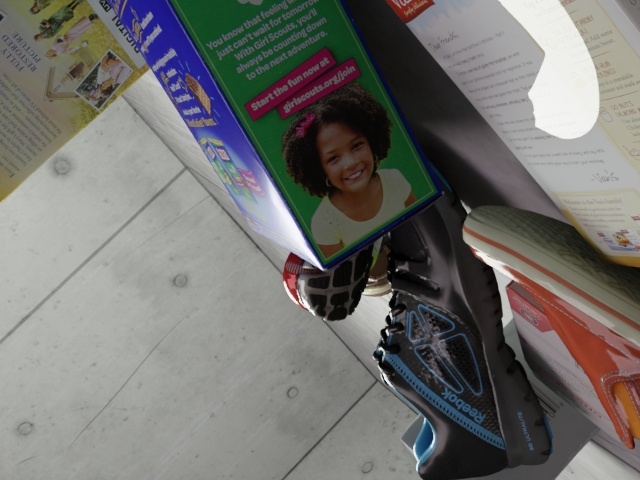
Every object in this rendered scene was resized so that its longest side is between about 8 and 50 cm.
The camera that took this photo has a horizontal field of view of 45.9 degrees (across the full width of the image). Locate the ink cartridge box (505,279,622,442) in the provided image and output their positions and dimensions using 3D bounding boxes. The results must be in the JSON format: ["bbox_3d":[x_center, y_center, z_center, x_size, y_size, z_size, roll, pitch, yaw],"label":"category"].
[{"bbox_3d":[0.242,0.097,0.679,0.115,0.067,0.198,41,169,36],"label":"ink cartridge box"}]

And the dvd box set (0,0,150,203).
[{"bbox_3d":[-0.343,-0.219,0.788,0.062,0.420,0.307,39,170,35],"label":"dvd box set"}]

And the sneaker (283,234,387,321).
[{"bbox_3d":[0.000,0.000,0.802,0.118,0.107,0.279,12,-161,12],"label":"sneaker"}]

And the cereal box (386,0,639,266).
[{"bbox_3d":[0.139,-0.080,0.389,0.240,0.047,0.173,48,172,-12],"label":"cereal box"}]

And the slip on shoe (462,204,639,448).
[{"bbox_3d":[0.223,0.090,0.511,0.331,0.101,0.123,41,-154,18],"label":"slip on shoe"}]

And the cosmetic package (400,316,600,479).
[{"bbox_3d":[0.229,0.249,0.977,0.156,0.217,0.385,42,173,20],"label":"cosmetic package"}]

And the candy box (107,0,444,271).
[{"bbox_3d":[-0.066,-0.153,0.630,0.317,0.122,0.268,58,169,-17],"label":"candy box"}]

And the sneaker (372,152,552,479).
[{"bbox_3d":[0.105,0.075,0.719,0.125,0.139,0.341,-47,-64,-81],"label":"sneaker"}]

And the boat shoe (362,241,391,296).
[{"bbox_3d":[0.031,-0.002,1.151,0.257,0.095,0.095,35,161,53],"label":"boat shoe"}]
